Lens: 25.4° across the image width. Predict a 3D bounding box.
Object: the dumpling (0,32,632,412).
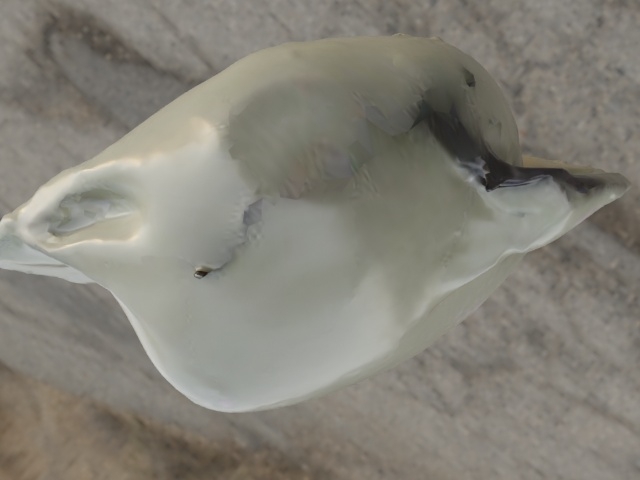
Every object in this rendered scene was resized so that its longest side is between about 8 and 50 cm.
[{"bbox_3d":[0.001,-0.001,0.440,0.092,0.176,0.150,57,176,11],"label":"dumpling"}]
